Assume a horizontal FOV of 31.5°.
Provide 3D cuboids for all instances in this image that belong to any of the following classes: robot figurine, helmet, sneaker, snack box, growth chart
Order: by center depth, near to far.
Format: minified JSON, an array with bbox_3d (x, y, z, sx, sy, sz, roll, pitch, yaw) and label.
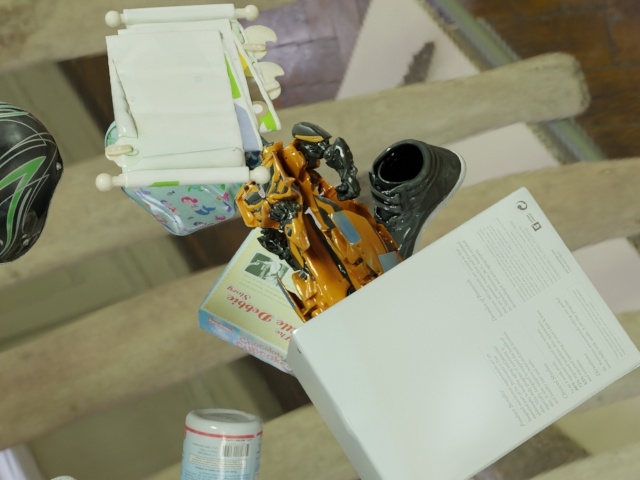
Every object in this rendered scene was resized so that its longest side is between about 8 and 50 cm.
[{"bbox_3d":[-0.115,-0.136,1.026,0.021,0.172,0.237,107,160,-50],"label":"growth chart"},{"bbox_3d":[-0.365,-0.070,1.217,0.169,0.169,0.162,40,116,40],"label":"helmet"},{"bbox_3d":[0.000,0.000,1.384,0.291,0.085,0.211,56,135,15],"label":"robot figurine"},{"bbox_3d":[0.017,0.106,1.545,0.322,0.187,0.060,26,149,12],"label":"snack box"},{"bbox_3d":[0.099,-0.034,1.750,0.104,0.147,0.296,37,96,36],"label":"sneaker"}]

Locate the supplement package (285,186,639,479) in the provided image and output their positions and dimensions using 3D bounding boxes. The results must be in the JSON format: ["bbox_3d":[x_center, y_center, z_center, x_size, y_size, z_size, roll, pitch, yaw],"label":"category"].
[{"bbox_3d":[0.128,0.117,1.114,0.199,0.262,0.198,57,170,9],"label":"supplement package"}]

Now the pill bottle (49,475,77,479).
[{"bbox_3d":[-0.260,0.371,1.329,0.193,0.108,0.108,48,161,-30],"label":"pill bottle"}]

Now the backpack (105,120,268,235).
[{"bbox_3d":[-0.225,-0.142,1.866,0.225,0.191,0.253,-17,125,43],"label":"backpack"}]

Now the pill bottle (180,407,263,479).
[{"bbox_3d":[-0.113,0.272,1.257,0.087,0.087,0.160,9,94,56],"label":"pill bottle"}]
